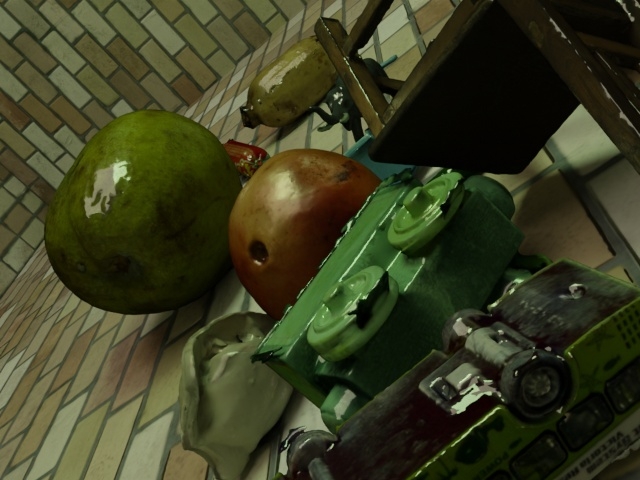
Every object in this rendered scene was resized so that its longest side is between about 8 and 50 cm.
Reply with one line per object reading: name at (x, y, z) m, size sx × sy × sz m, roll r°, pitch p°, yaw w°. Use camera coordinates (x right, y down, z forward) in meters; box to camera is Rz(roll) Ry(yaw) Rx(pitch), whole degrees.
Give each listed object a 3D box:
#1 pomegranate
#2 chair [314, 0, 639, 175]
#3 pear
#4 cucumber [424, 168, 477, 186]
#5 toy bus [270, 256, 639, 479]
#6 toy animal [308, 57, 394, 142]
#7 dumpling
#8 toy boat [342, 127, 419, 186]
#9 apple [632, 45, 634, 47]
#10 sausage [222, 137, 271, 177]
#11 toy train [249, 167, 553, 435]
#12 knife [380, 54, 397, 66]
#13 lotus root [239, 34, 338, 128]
pomegranate at (-0.005, 0.002, 0.826) m, size 0.209 × 0.209 × 0.209 m, roll -36°, pitch 23°, yaw 18°
chair at (0.175, -0.138, 0.664) m, size 0.240 × 0.203 × 0.416 m, roll -54°, pitch 45°, yaw 43°
pear at (-0.290, -0.041, 1.230) m, size 0.352 × 0.352 × 0.413 m, roll -36°, pitch 18°, yaw 18°
cucumber at (0.158, -0.072, 0.891) m, size 0.155 × 0.037 × 0.037 m, roll -42°, pitch 21°, yaw -2°
toy bus at (0.094, 0.148, 0.472) m, size 0.302 × 0.139 × 0.113 m, roll -37°, pitch 21°, yaw -5°
toy animal at (0.063, -0.216, 1.192) m, size 0.082 × 0.137 × 0.269 m, roll -25°, pitch 20°, yaw 33°
dumpling at (-0.097, 0.157, 0.788) m, size 0.118 × 0.136 × 0.199 m, roll -18°, pitch 43°, yaw 35°
toy boat at (0.048, -0.068, 1.001) m, size 0.238 × 0.109 × 0.098 m, roll -48°, pitch 2°, yaw -19°
apple at (0.317, -0.321, 0.824) m, size 0.218 × 0.218 × 0.201 m, roll -26°, pitch 41°, yaw 38°
sausage at (-0.168, -0.183, 1.610) m, size 0.083 × 0.083 × 0.264 m, roll -47°, pitch 22°, yaw -8°
toy train at (0.076, 0.058, 0.646) m, size 0.271 × 0.159 × 0.188 m, roll -53°, pitch 15°, yaw -21°
knife at (0.124, -0.367, 1.529) m, size 0.096 × 0.010 × 0.027 m, roll -28°, pitch 26°, yaw 29°
lotus root at (-0.072, -0.361, 1.685) m, size 0.284 × 0.146 × 0.160 m, roll -39°, pitch 1°, yaw -6°
